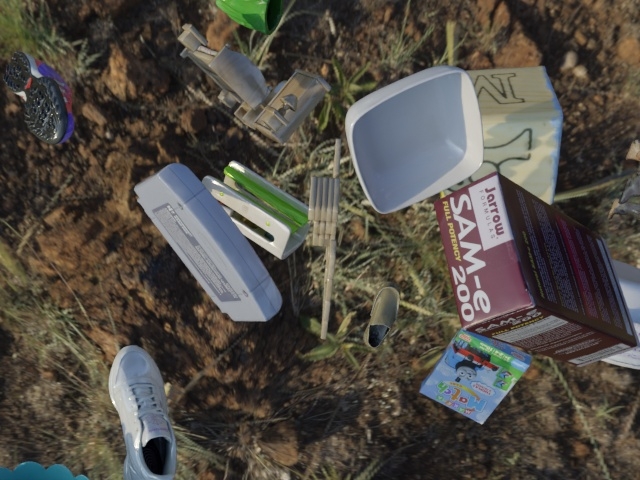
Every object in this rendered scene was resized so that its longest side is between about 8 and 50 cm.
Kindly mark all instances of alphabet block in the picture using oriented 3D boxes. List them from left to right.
[{"bbox_3d":[0.307,-0.183,1.324,0.197,0.192,0.193,-2,37,6],"label":"alphabet block"}]

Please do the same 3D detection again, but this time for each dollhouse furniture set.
[{"bbox_3d":[-0.170,-0.398,1.630,0.173,0.303,0.355,-50,125,-4],"label":"dollhouse furniture set"}]

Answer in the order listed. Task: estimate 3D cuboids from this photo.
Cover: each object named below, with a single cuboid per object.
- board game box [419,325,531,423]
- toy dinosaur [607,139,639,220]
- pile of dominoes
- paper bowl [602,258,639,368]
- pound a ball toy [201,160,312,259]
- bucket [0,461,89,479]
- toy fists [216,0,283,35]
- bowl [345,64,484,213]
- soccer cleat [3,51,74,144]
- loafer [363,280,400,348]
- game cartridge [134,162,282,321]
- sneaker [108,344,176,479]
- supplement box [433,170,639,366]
[{"bbox_3d":[0.334,0.292,1.621,0.160,0.211,0.039,27,37,3],"label":"board game box"},{"bbox_3d":[0.439,-0.052,0.815,0.200,0.295,0.127,21,81,15],"label":"toy dinosaur"},{"bbox_3d":[0.000,0.000,1.069,0.040,0.251,0.195,4,55,-1],"label":"pile of dominoes"},{"bbox_3d":[0.563,0.124,1.461,0.284,0.284,0.148,12,106,-3],"label":"paper bowl"},{"bbox_3d":[-0.209,-0.067,1.877,0.319,0.135,0.208,32,37,14],"label":"pound a ball toy"},{"bbox_3d":[-0.521,0.545,1.296,0.281,0.281,0.183,4,118,-5],"label":"bucket"},{"bbox_3d":[-0.146,-0.531,1.443,0.142,0.279,0.096,27,65,12],"label":"toy fists"},{"bbox_3d":[0.094,-0.111,0.781,0.142,0.142,0.053,-25,43,-5],"label":"bowl"},{"bbox_3d":[-0.551,-0.289,1.531,0.318,0.116,0.108,45,109,40],"label":"soccer cleat"},{"bbox_3d":[0.127,0.155,1.494,0.056,0.050,0.147,13,104,-5],"label":"loafer"},{"bbox_3d":[-0.185,0.008,1.230,0.060,0.196,0.294,-40,104,-22],"label":"game cartridge"},{"bbox_3d":[-0.331,0.342,1.453,0.114,0.152,0.305,-3,66,-32],"label":"sneaker"},{"bbox_3d":[0.213,0.037,0.714,0.239,0.073,0.130,22,51,-45],"label":"supplement box"}]
